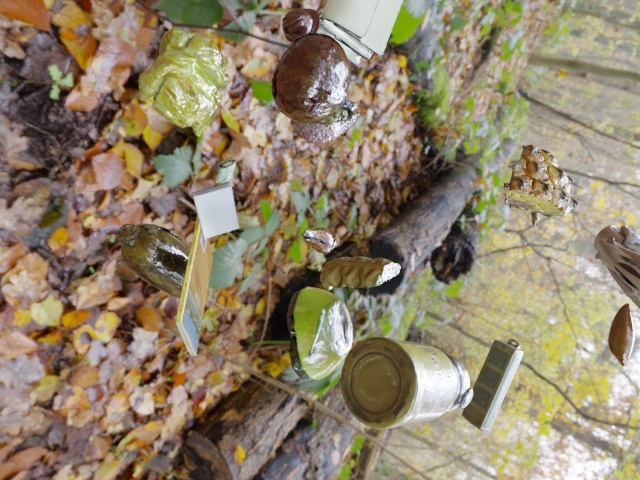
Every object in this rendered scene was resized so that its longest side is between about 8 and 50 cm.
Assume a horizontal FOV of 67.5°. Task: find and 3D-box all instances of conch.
[{"bbox_3d":[0.005,0.002,1.709,0.086,0.080,0.233,-38,164,3],"label":"conch"}]

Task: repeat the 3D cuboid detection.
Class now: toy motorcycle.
[{"bbox_3d":[0.507,0.051,0.755,0.254,0.112,0.112,-90,-166,-59],"label":"toy motorcycle"}]

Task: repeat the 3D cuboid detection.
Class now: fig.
[{"bbox_3d":[-0.016,-0.415,1.250,0.235,0.214,0.235,-35,146,-28],"label":"fig"}]

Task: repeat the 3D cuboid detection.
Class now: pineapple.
[{"bbox_3d":[0.551,-0.140,1.173,0.334,0.161,0.158,28,75,-60],"label":"pineapple"}]

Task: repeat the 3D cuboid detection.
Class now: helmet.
[{"bbox_3d":[-0.063,-0.587,1.283,0.057,0.111,0.089,2,79,-66],"label":"helmet"}]

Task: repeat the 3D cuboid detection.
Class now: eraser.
[{"bbox_3d":[-0.283,-0.078,1.296,0.103,0.023,0.150,-18,135,-17],"label":"eraser"}]

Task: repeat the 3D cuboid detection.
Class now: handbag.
[{"bbox_3d":[0.136,-0.789,1.523,0.160,0.236,0.359,11,-102,61],"label":"handbag"}]

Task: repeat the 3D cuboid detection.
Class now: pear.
[{"bbox_3d":[0.023,0.384,2.009,0.399,0.165,0.399,31,54,-57],"label":"pear"}]

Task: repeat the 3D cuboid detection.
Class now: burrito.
[{"bbox_3d":[-0.347,-0.251,1.753,0.074,0.044,0.118,-34,164,-36],"label":"burrito"}]

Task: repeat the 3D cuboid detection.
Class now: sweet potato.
[{"bbox_3d":[0.452,0.141,0.719,0.034,0.034,0.095,39,58,-75],"label":"sweet potato"}]

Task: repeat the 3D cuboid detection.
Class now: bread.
[{"bbox_3d":[0.101,0.088,1.358,0.128,0.232,0.088,-35,112,-46],"label":"bread"}]

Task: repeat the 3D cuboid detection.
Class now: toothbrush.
[{"bbox_3d":[-0.012,0.335,1.756,0.024,0.018,0.257,-55,-172,31],"label":"toothbrush"}]

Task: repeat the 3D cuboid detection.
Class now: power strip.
[{"bbox_3d":[0.475,0.397,1.325,0.052,0.078,0.272,17,97,-37],"label":"power strip"}]

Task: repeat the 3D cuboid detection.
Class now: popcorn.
[{"bbox_3d":[-0.387,-0.464,1.398,0.276,0.225,0.276,-53,-162,25],"label":"popcorn"}]

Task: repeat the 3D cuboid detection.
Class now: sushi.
[{"bbox_3d":[0.020,-0.392,1.596,0.107,0.241,0.161,124,-32,-46],"label":"sushi"}]

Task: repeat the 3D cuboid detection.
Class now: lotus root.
[{"bbox_3d":[-0.559,0.074,1.716,0.397,0.179,0.196,49,19,-44],"label":"lotus root"}]

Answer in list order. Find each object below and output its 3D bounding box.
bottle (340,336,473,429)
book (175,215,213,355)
[{"bbox_3d":[0.211,0.303,1.036,0.351,0.171,0.172,18,97,-49],"label":"bottle"},{"bbox_3d":[-0.393,0.143,1.522,0.263,0.028,0.374,98,-5,-55],"label":"book"}]
